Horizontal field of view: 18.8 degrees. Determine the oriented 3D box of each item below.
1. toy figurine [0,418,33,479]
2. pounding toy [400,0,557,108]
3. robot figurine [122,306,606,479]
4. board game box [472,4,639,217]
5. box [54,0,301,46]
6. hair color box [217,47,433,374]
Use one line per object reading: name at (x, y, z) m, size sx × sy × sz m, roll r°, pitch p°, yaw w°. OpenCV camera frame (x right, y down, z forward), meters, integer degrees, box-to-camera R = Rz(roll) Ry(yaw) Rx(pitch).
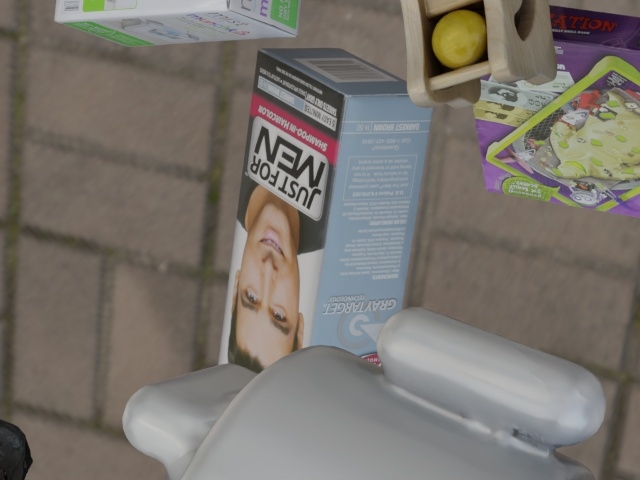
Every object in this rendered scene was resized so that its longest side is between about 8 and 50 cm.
toy figurine at (-0.214, 0.114, 0.610) m, size 0.213 × 0.148 × 0.209 m, roll 42°, pitch 123°, yaw -16°
pounding toy at (0.125, -0.233, 1.377) m, size 0.155 × 0.154 × 0.269 m, roll -15°, pitch 66°, yaw 27°
robot figurine at (0.050, 0.185, 1.030) m, size 0.353 × 0.200 × 0.300 m, roll 25°, pitch 109°, yaw 23°
board game box at (0.292, -0.091, 1.566) m, size 0.347 × 0.056 × 0.208 m, roll 11°, pitch 140°, yaw 20°
box at (-0.135, -0.339, 1.955) m, size 0.231 × 0.127 × 0.262 m, roll 0°, pitch 82°, yaw 35°
hair color box at (0.000, 0.000, 2.047) m, size 0.185 × 0.114 × 0.374 m, roll 34°, pitch 122°, yaw 53°
